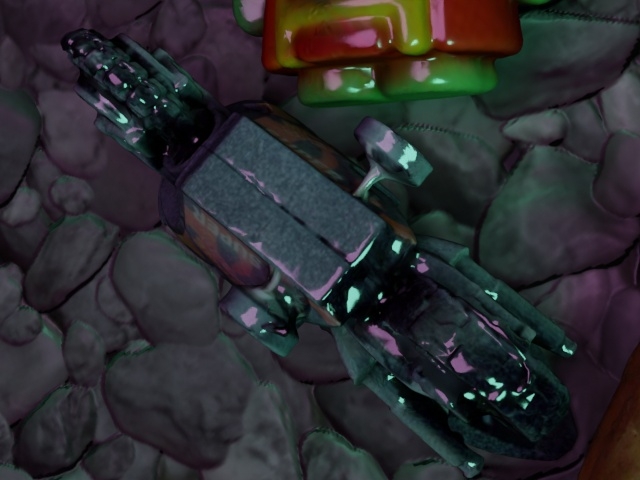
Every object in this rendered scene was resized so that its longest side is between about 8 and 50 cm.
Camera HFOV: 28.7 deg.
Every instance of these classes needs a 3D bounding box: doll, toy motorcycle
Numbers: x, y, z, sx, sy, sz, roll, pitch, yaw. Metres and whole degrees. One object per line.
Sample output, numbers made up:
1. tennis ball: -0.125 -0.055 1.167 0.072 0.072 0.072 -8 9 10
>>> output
1. doll: 0.029 -0.250 0.627 0.183 0.160 0.363 -1 85 34
2. toy motorcycle: 0.000 0.000 0.621 0.307 0.173 0.108 39 87 18

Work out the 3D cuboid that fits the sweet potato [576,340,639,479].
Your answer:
1. sweet potato: 0.188 0.058 0.555 0.097 0.097 0.251 39 102 24
